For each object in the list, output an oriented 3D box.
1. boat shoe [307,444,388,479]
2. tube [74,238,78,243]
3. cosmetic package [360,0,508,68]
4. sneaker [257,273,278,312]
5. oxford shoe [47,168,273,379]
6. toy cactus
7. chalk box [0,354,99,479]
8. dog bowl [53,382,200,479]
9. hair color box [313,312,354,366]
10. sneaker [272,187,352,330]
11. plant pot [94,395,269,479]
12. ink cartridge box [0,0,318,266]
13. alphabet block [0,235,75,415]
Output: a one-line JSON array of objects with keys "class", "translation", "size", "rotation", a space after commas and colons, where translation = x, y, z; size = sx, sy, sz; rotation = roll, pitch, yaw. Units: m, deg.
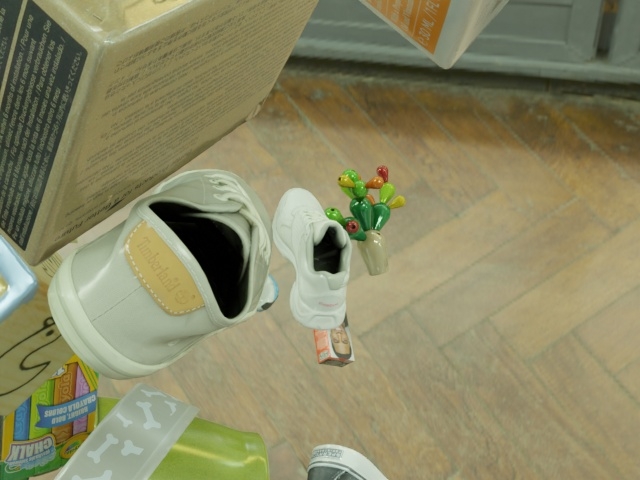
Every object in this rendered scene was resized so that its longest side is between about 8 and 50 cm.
[{"class": "boat shoe", "translation": [0.079, 0.387, 1.248], "size": [0.108, 0.301, 0.102], "rotation": [-12, 46, 33]}, {"class": "tube", "translation": [-0.395, -0.028, 1.379], "size": [0.062, 0.240, 0.070], "rotation": [4, 91, -12]}, {"class": "cosmetic package", "translation": [0.005, -0.384, 0.854], "size": [0.453, 0.230, 0.161], "rotation": [40, 86, 6]}, {"class": "sneaker", "translation": [-0.139, 0.045, 1.618], "size": [0.071, 0.083, 0.191], "rotation": [-36, 52, 2]}, {"class": "oxford shoe", "translation": [-0.105, 0.004, 0.902], "size": [0.130, 0.449, 0.169], "rotation": [-36, 93, 16]}, {"class": "toy cactus", "translation": [0.083, -0.035, 1.530], "size": [0.112, 0.219, 0.180], "rotation": [-12, 99, 24]}, {"class": "chalk box", "translation": [-0.498, 0.283, 1.562], "size": [0.180, 0.289, 0.179], "rotation": [24, 23, 40]}, {"class": "dog bowl", "translation": [-0.323, 0.359, 1.364], "size": [0.102, 0.349, 0.349], "rotation": [38, 69, 1]}, {"class": "hair color box", "translation": [0.023, 0.189, 1.940], "size": [0.043, 0.072, 0.141], "rotation": [-32, 57, 39]}, {"class": "sneaker", "translation": [0.000, 0.000, 1.228], "size": [0.090, 0.115, 0.232], "rotation": [2, 45, -22]}, {"class": "plant pot", "translation": [-0.295, 0.492, 1.845], "size": [0.353, 0.366, 0.366], "rotation": [5, 57, -17]}, {"class": "ink cartridge box", "translation": [-0.100, -0.118, 0.561], "size": [0.088, 0.193, 0.234], "rotation": [42, 46, 5]}, {"class": "alphabet block", "translation": [-0.410, 0.073, 1.114], "size": [0.192, 0.197, 0.193], "rotation": [-42, 70, -2]}]
